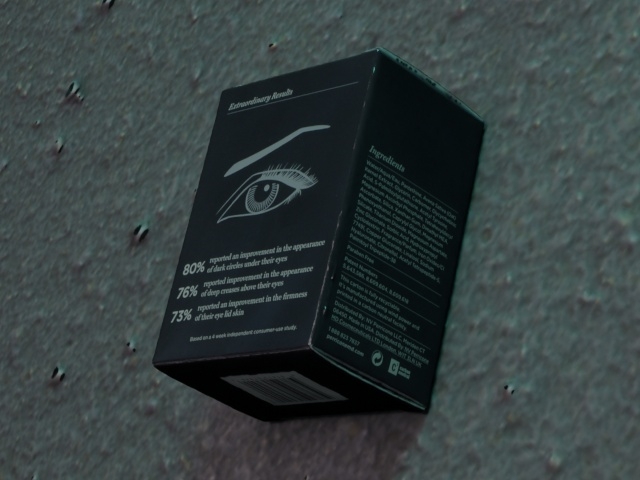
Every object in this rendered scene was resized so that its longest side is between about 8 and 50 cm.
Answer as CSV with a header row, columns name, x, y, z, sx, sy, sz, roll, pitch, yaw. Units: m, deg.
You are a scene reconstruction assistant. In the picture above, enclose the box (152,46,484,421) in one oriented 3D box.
name,x,y,z,sx,sy,sz,roll,pitch,yaw
box,0.000,0.000,1.153,0.153,0.108,0.207,-8,60,46
